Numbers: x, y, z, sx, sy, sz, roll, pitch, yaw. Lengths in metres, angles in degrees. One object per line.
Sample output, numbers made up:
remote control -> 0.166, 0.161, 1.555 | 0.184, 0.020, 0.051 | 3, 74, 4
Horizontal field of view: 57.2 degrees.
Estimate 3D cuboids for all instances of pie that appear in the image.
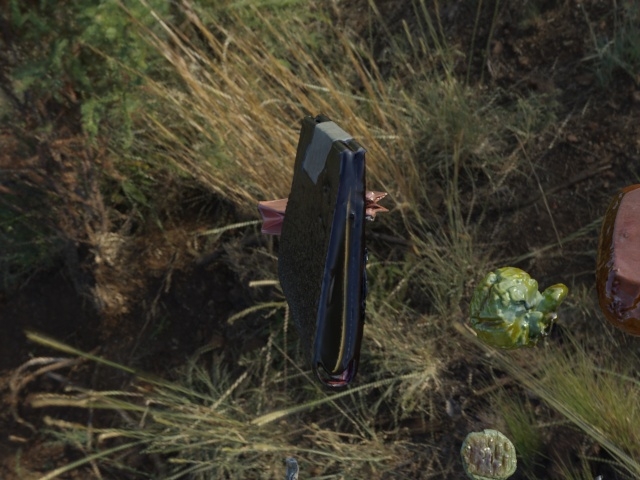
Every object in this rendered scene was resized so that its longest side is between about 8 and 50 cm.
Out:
pie -> 0.251, 0.323, 0.877 | 0.084, 0.020, 0.084 | 0, 67, 0

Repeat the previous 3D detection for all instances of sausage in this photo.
sausage -> 0.488, 0.025, 0.892 | 0.133, 0.133, 0.258 | -1, 54, 34

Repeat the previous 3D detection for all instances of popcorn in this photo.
popcorn -> 0.429, 0.145, 1.271 | 0.213, 0.198, 0.198 | -2, 59, 9

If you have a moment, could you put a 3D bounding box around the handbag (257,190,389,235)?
handbag -> 0.006, -0.056, 1.084 | 0.157, 0.212, 0.059 | 9, 110, 47

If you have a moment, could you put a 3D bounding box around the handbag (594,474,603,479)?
handbag -> 0.457, 0.559, 1.060 | 0.270, 0.117, 0.182 | -50, 56, 25

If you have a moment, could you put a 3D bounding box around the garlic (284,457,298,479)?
garlic -> -0.054, 0.581, 1.295 | 0.131, 0.127, 0.194 | 6, 89, -3

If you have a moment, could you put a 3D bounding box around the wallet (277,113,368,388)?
wallet -> 0.000, 0.000, 0.675 | 0.071, 0.262, 0.221 | 2, 21, -11
